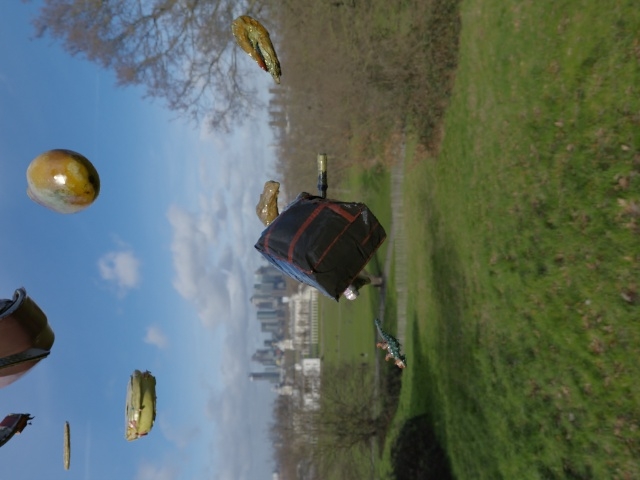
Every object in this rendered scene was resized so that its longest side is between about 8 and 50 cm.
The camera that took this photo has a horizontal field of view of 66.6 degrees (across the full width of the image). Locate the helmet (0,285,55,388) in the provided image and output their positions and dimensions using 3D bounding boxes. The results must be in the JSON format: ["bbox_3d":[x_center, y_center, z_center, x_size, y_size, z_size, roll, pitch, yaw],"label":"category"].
[{"bbox_3d":[-0.856,0.283,1.287,0.197,0.339,0.271,55,-160,-21],"label":"helmet"}]

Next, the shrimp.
[{"bbox_3d":[-0.152,-0.472,1.214,0.042,0.101,0.190,-22,101,54],"label":"shrimp"}]

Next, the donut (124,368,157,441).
[{"bbox_3d":[-0.453,0.412,1.229,0.175,0.068,0.174,-175,90,-67],"label":"donut"}]

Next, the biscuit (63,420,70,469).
[{"bbox_3d":[-0.633,0.511,1.217,0.120,0.015,0.120,-4,86,62],"label":"biscuit"}]

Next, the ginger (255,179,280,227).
[{"bbox_3d":[-0.157,-0.062,1.682,0.122,0.084,0.289,-6,99,48],"label":"ginger"}]

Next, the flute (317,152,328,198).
[{"bbox_3d":[0.005,-0.080,1.101,0.027,0.027,0.232,-109,18,-77],"label":"flute"}]

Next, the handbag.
[{"bbox_3d":[0.000,0.000,0.910,0.215,0.155,0.169,20,68,51],"label":"handbag"}]

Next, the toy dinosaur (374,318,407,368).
[{"bbox_3d":[0.189,0.284,1.333,0.055,0.049,0.154,-39,76,40],"label":"toy dinosaur"}]

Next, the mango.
[{"bbox_3d":[-0.753,-0.156,1.405,0.193,0.317,0.146,45,-134,-30],"label":"mango"}]

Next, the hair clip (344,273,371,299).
[{"bbox_3d":[0.062,0.093,1.345,0.292,0.085,0.106,42,-167,-53],"label":"hair clip"}]

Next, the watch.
[{"bbox_3d":[-0.662,0.333,1.002,0.268,0.102,0.164,-21,-71,-79],"label":"watch"}]
